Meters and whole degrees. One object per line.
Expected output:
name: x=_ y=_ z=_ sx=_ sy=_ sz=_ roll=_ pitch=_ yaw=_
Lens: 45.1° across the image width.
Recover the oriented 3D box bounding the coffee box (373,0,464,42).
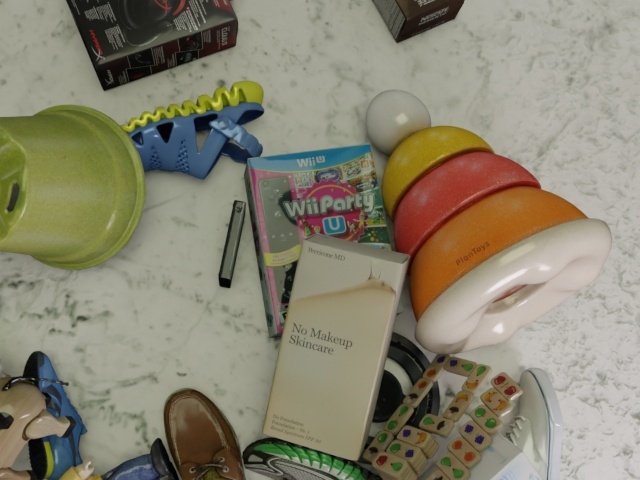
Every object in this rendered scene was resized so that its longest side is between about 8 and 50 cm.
coffee box: x=0.156 y=-0.525 z=1.475 sx=0.141 sy=0.098 sz=0.246 roll=-27 pitch=82 yaw=-12

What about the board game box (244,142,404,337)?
board game box: x=0.000 y=0.000 z=1.337 sx=0.224 sy=0.097 sz=0.303 roll=-9 pitch=78 yaw=-10

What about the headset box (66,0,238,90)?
headset box: x=-0.296 y=-0.429 z=1.386 sx=0.293 sy=0.110 sz=0.218 roll=-23 pitch=82 yaw=-12

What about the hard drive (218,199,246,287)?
hard drive: x=-0.151 y=0.008 z=1.314 sx=0.022 sy=0.094 sz=0.135 roll=11 pitch=76 yaw=-4

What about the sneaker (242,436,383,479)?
sneaker: x=0.026 y=0.421 z=1.224 sx=0.343 sy=0.134 sz=0.146 roll=29 pitch=76 yaw=-1

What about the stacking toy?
stacking toy: x=0.226 y=-0.081 z=1.315 sx=0.350 sy=0.350 sz=0.480 roll=-22 pitch=65 yaw=-12

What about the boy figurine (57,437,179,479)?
boy figurine: x=-0.356 y=0.426 z=1.193 sx=0.285 sy=0.092 sz=0.177 roll=-26 pitch=109 yaw=-9

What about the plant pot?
plant pot: x=-0.447 y=-0.082 z=1.166 sx=0.276 sy=0.254 sz=0.276 roll=1 pitch=93 yaw=14

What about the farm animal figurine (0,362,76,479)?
farm animal figurine: x=-0.476 y=0.335 z=1.082 sx=0.330 sy=0.172 sz=0.327 roll=14 pitch=77 yaw=28

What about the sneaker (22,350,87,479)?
sneaker: x=-0.427 y=0.280 z=1.240 sx=0.082 sy=0.069 sz=0.209 roll=3 pitch=62 yaw=-43

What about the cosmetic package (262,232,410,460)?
cosmetic package: x=0.025 y=0.158 z=1.187 sx=0.160 sy=0.113 sz=0.309 roll=13 pitch=99 yaw=11

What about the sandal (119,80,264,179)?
sandal: x=-0.227 y=-0.166 z=1.334 sx=0.317 sy=0.126 sz=0.138 roll=-22 pitch=85 yaw=-10

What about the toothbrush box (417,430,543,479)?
toothbrush box: x=0.272 y=0.463 z=1.175 sx=0.216 sy=0.126 sz=0.295 roll=-38 pitch=107 yaw=-7

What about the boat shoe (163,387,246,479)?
boat shoe: x=-0.165 y=0.377 z=1.223 sx=0.110 sy=0.104 sz=0.307 roll=-23 pitch=81 yaw=-12

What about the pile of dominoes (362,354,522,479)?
pile of dominoes: x=0.185 y=0.274 z=1.201 sx=0.251 sy=0.196 sz=0.040 roll=-48 pitch=121 yaw=-26

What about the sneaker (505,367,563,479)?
sneaker: x=0.351 y=0.346 z=1.304 sx=0.091 sy=0.094 sz=0.258 roll=3 pitch=78 yaw=-13

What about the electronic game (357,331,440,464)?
electronic game: x=0.096 y=0.264 z=1.312 sx=0.229 sy=0.048 sz=0.229 roll=4 pitch=74 yaw=-14
